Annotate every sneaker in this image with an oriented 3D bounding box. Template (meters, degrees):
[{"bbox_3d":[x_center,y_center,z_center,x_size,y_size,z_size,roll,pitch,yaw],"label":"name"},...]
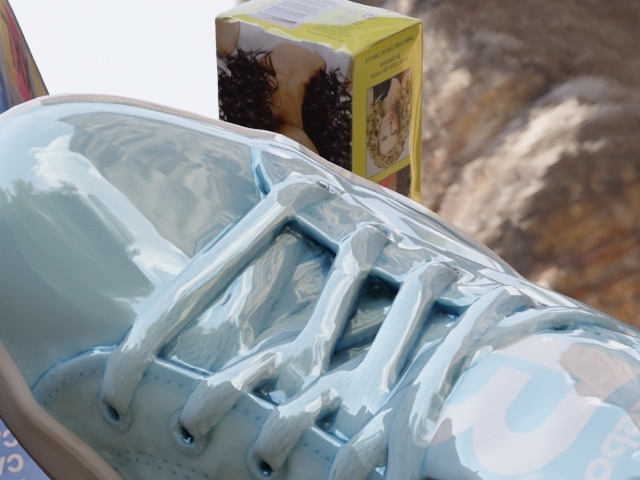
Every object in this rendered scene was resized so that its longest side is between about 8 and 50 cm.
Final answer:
[{"bbox_3d":[0.051,0.052,0.454,0.135,0.366,0.150,-52,-12,-26],"label":"sneaker"}]

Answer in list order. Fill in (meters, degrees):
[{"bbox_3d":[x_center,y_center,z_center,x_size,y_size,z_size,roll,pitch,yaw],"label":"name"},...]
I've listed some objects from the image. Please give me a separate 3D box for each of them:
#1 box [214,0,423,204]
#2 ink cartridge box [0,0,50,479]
[{"bbox_3d":[0.000,0.000,0.863,0.058,0.087,0.232,-31,-51,-43],"label":"box"},{"bbox_3d":[-0.158,0.112,0.794,0.151,0.395,0.270,-14,-30,0],"label":"ink cartridge box"}]
